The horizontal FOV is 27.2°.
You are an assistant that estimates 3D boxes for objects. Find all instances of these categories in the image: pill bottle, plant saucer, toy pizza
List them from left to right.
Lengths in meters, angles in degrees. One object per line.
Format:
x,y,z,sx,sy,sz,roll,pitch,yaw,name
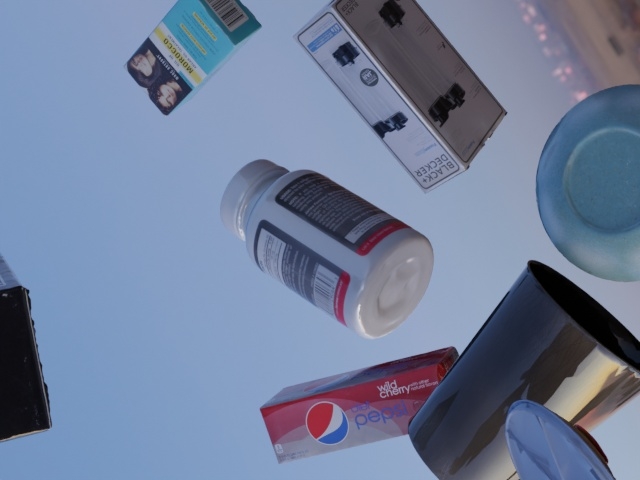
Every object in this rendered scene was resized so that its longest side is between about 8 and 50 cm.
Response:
0.000,0.000,1.993,0.318,0.176,0.176,33,176,33,pill bottle
0.233,0.224,1.168,0.201,0.032,0.201,53,162,25,toy pizza
0.289,-0.057,1.280,0.037,0.195,0.195,6,-128,-55,plant saucer

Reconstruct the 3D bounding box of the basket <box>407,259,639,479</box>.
0.212,0.161,1.396,0.204,0.227,0.154,33,-162,-33,basket

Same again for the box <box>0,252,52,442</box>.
-0.489,0.135,1.537,0.294,0.296,0.183,-150,50,-67,box

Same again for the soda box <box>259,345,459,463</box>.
0.060,0.214,1.728,0.092,0.263,0.083,-31,-77,-67,soda box

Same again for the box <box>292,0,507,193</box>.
0.115,-0.228,1.839,0.290,0.087,0.169,48,-136,-10,box

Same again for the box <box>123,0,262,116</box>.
-0.182,-0.268,1.835,0.100,0.244,0.060,50,-124,-4,box
